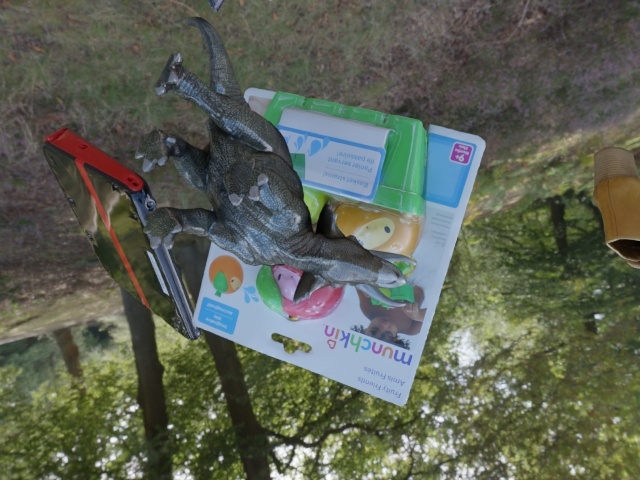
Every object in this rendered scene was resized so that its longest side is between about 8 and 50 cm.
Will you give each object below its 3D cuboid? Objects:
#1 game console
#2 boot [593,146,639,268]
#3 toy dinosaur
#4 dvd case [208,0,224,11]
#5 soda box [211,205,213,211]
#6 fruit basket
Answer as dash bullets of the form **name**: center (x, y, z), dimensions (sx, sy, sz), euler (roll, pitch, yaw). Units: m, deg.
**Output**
- **game console**: center (-0.376, -0.008, 0.835), dimensions (0.342, 0.386, 0.060), euler (26, -131, 30)
- **boot**: center (0.618, -0.038, 0.768), dimensions (0.296, 0.211, 0.104), euler (13, 155, -11)
- **toy dinosaur**: center (-0.065, -0.056, 0.368), dimensions (0.121, 0.313, 0.160), euler (-41, 156, 13)
- **dvd case**: center (-0.228, -0.633, 0.915), dimensions (0.018, 0.164, 0.221), euler (26, 174, 12)
- **soda box**: center (-0.315, -0.112, 1.385), dimensions (0.071, 0.067, 0.210), euler (6, 162, -14)
- **fruit basket**: center (0.000, 0.000, 0.557), dimensions (0.327, 0.352, 0.165), euler (18, -179, 15)
